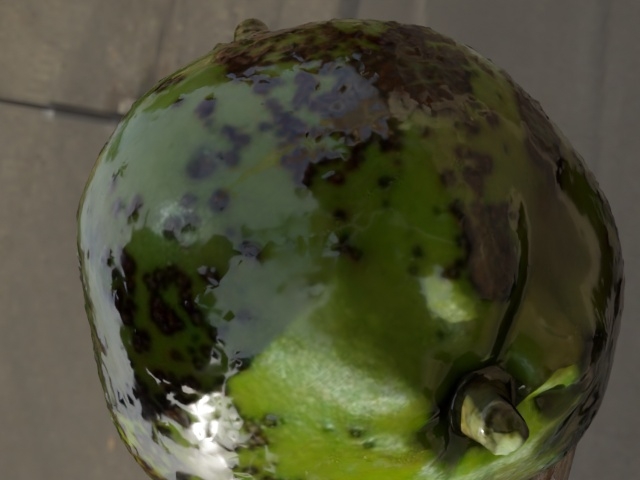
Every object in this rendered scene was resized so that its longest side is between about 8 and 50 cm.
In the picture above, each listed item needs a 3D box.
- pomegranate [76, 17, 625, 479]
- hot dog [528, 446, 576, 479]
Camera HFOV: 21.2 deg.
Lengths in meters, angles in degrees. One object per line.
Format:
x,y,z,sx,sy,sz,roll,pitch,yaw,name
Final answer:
0.015,-0.009,0.705,0.204,0.222,0.277,-17,41,22,pomegranate
0.155,0.136,1.344,0.075,0.144,0.268,17,87,36,hot dog
